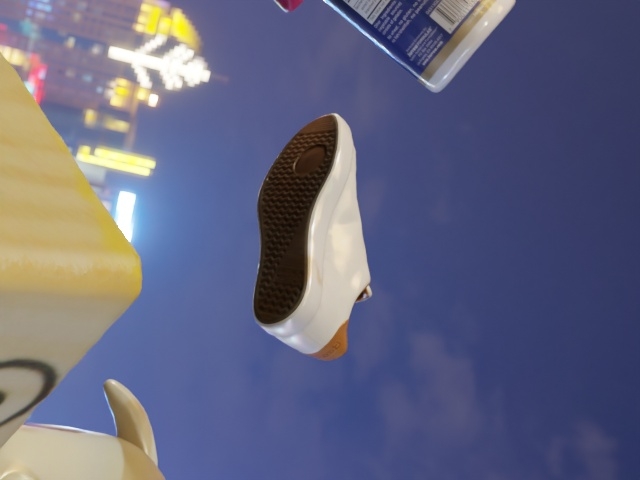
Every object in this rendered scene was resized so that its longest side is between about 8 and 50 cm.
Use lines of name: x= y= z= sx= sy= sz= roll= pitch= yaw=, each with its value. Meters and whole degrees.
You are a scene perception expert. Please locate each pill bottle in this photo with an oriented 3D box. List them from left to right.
pill bottle: x=0.052 y=-0.197 z=0.979 sx=0.094 sy=0.169 sz=0.094 roll=-49 pitch=180 yaw=0

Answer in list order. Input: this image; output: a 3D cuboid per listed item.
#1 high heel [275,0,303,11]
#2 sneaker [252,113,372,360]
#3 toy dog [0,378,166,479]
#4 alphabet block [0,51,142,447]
high heel: x=0.007 y=-0.301 z=1.361 sx=0.082 sy=0.244 sz=0.117 roll=-20 pitch=-87 yaw=31
sneaker: x=0.000 y=0.000 z=1.424 sx=0.106 sy=0.123 sz=0.290 roll=-17 pitch=-133 yaw=34
toy dog: x=-0.339 y=0.262 z=1.384 sx=0.284 sy=0.408 sz=0.395 roll=-1 pitch=-128 yaw=45
alphabet block: x=-0.217 y=0.001 z=0.444 sx=0.192 sy=0.197 sz=0.193 roll=-45 pitch=-116 yaw=20
